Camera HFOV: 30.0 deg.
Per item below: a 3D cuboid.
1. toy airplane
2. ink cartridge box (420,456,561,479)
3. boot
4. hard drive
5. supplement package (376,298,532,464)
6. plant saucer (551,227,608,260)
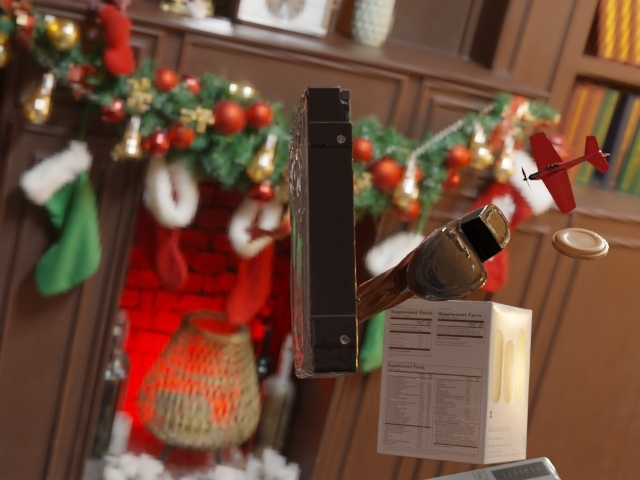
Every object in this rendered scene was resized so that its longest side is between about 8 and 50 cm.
[{"bbox_3d":[0.396,-0.119,1.910,0.151,0.151,0.028,17,-20,11],"label":"toy airplane"},{"bbox_3d":[0.173,0.414,1.536,0.275,0.239,0.060,-9,27,-10],"label":"ink cartridge box"},{"bbox_3d":[0.103,0.060,1.657,0.096,0.280,0.264,54,34,-8],"label":"boot"},{"bbox_3d":[0.000,0.000,1.483,0.064,0.339,0.237,0,-7,-6],"label":"hard drive"},{"bbox_3d":[0.233,0.239,2.042,0.198,0.263,0.199,0,-7,30],"label":"supplement package"},{"bbox_3d":[0.386,0.003,1.771,0.083,0.013,0.083,4,29,-2],"label":"plant saucer"}]
